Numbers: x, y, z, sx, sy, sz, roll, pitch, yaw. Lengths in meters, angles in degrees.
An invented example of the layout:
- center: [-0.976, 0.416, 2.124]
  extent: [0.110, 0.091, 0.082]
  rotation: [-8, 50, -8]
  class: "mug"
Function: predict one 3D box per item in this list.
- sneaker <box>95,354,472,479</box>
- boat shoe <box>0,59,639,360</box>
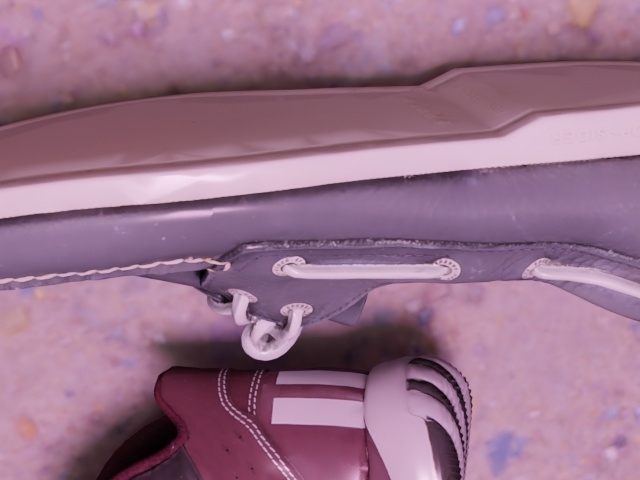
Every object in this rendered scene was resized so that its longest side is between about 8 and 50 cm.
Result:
- center: [-0.032, 0.167, 0.755]
  extent: [0.162, 0.106, 0.281]
  rotation: [7, 110, 5]
  class: "sneaker"
- center: [0.000, 0.000, 0.674]
  extent: [0.319, 0.116, 0.099]
  rotation: [-7, 108, -10]
  class: "boat shoe"
